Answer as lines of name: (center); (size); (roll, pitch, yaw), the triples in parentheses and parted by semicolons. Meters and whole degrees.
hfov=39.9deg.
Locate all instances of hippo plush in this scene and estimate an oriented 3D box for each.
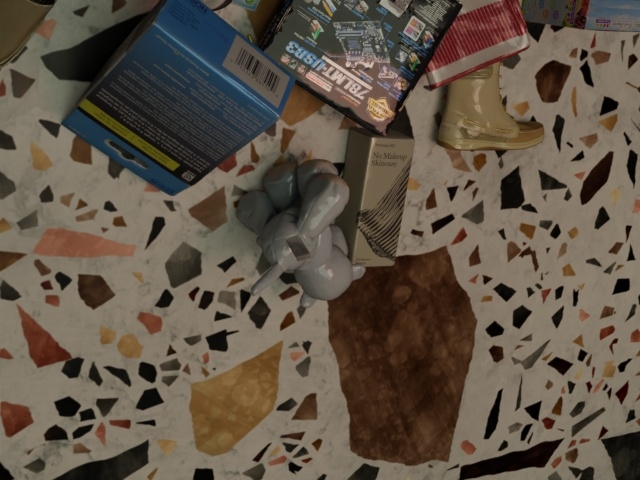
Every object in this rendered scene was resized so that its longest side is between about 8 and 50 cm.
hippo plush: (0.000, 0.000, 1.704); (0.234, 0.294, 0.236); (-34, 131, 14)

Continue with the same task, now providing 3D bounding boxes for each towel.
towel: (0.267, -0.491, 1.727); (0.237, 0.037, 0.329); (-24, 105, -11)

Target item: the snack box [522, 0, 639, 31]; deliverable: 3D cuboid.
snack box: (0.549, -0.475, 1.825); (0.174, 0.207, 0.070); (-4, 110, -25)

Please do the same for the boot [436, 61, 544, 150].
boot: (0.374, -0.298, 1.874); (0.262, 0.095, 0.203); (-4, 109, -21)

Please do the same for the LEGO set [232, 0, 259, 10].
LEGO set: (-0.136, -0.524, 1.517); (0.182, 0.060, 0.244); (14, 119, -30)

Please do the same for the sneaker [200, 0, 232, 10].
sneaker: (-0.280, -0.480, 1.449); (0.321, 0.127, 0.126); (37, 102, 0)

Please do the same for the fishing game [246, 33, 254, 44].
fishing game: (-0.223, -0.273, 1.615); (0.264, 0.041, 0.189); (-31, 112, -7)

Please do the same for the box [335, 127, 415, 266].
box: (0.107, -0.088, 1.815); (0.113, 0.094, 0.275); (-2, 110, -26)

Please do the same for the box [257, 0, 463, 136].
box: (0.071, -0.390, 1.634); (0.295, 0.073, 0.293); (29, 94, -23)

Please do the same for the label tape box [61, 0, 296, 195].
label tape box: (-0.247, -0.237, 1.496); (0.249, 0.348, 0.115); (35, 52, -23)

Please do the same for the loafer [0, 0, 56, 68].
loafer: (-0.485, -0.382, 1.408); (0.102, 0.092, 0.268); (33, 92, -32)
